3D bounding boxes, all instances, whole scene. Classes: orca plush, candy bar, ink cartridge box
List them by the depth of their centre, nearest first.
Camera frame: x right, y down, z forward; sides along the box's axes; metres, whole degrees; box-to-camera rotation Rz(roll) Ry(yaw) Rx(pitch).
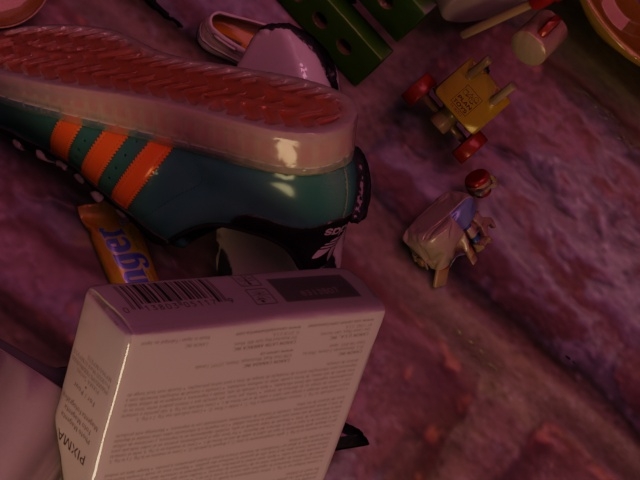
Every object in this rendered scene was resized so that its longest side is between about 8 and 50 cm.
[{"bbox_3d":[-0.076,0.130,0.987,0.189,0.232,0.066,-4,37,-39],"label":"ink cartridge box"},{"bbox_3d":[-0.118,0.045,1.090,0.040,0.018,0.161,-20,81,-23],"label":"candy bar"},{"bbox_3d":[0.000,0.000,1.102,0.102,0.151,0.287,1,73,-54],"label":"orca plush"}]

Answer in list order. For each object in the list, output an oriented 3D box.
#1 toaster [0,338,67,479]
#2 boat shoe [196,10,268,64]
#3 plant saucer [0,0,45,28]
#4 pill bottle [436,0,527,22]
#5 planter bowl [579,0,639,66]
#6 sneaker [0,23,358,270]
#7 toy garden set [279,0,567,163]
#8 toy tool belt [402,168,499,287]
[{"bbox_3d":[-0.250,0.107,0.953,0.227,0.129,0.146,36,68,-24],"label":"toaster"},{"bbox_3d":[-0.039,-0.140,1.162,0.100,0.035,0.035,23,68,-12],"label":"boat shoe"},{"bbox_3d":[-0.225,-0.182,1.091,0.083,0.015,0.083,4,80,-20],"label":"plant saucer"},{"bbox_3d":[0.096,-0.301,1.195,0.146,0.146,0.264,-12,79,-22],"label":"pill bottle"},{"bbox_3d":[0.271,-0.207,1.262,0.217,0.090,0.217,5,73,-18],"label":"planter bowl"},{"bbox_3d":[-0.118,-0.057,1.037,0.302,0.121,0.108,17,31,24],"label":"sneaker"},{"bbox_3d":[0.089,-0.178,1.107,0.204,0.244,0.049,48,55,-1],"label":"toy garden set"},{"bbox_3d":[0.102,-0.008,1.173,0.083,0.052,0.051,-43,123,-22],"label":"toy tool belt"}]
